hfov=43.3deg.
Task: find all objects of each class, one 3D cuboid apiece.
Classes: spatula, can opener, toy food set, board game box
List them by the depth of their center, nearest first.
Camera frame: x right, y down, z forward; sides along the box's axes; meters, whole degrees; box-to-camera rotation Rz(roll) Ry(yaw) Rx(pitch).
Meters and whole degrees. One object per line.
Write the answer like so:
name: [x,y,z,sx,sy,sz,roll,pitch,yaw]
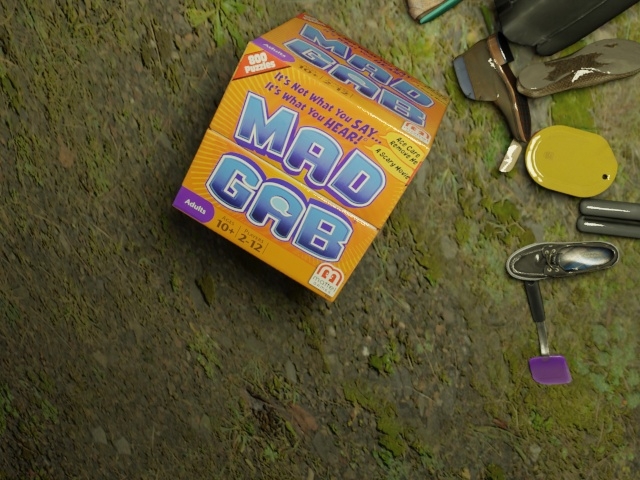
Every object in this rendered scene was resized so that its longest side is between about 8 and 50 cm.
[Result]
board game box: [-0.006,-0.175,1.570,0.356,0.356,0.356,31,118,0]
can opener: [0.658,-0.028,1.596,0.283,0.095,0.076,7,114,12]
toy food set: [0.476,-0.162,1.611,0.217,0.071,0.128,18,93,5]
spatula: [0.488,0.201,1.781,0.084,0.030,0.296,-9,110,22]

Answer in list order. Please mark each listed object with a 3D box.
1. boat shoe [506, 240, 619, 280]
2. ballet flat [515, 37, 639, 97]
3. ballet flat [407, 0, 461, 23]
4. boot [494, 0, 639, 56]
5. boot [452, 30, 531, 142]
boat shoe: [0.500,0.041,1.669,0.228,0.076,0.080,-3,88,15]
ballet flat: [0.490,-0.317,1.519,0.249,0.058,0.084,-16,67,1]
ballet flat: [0.291,-0.517,1.484,0.316,0.107,0.106,-24,91,23]
boot: [0.574,-0.449,1.386,0.367,0.146,0.445,21,139,-37]
boot: [0.338,-0.285,1.578,0.106,0.082,0.219,-17,88,32]
